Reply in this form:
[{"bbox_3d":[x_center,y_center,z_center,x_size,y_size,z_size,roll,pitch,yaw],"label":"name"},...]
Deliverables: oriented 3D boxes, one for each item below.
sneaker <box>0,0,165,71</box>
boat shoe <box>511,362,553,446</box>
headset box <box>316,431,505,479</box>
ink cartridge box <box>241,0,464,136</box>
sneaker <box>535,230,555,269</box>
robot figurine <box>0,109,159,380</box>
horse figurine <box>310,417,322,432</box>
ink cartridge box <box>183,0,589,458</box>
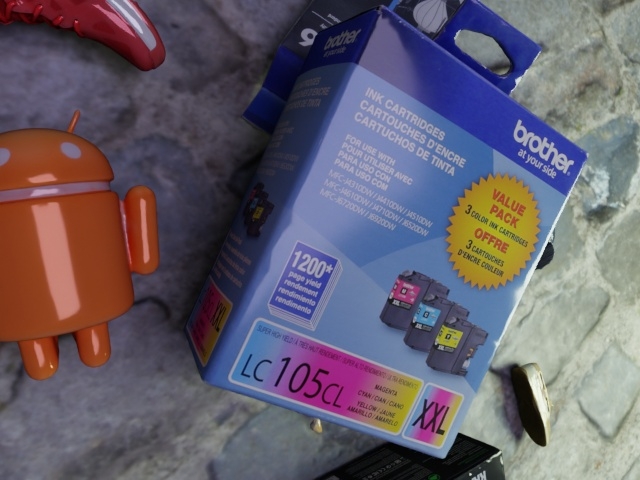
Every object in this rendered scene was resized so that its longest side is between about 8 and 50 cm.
[{"bbox_3d":[-0.258,-0.202,0.513,0.221,0.087,0.128,39,78,-14],"label":"sneaker"},{"bbox_3d":[0.343,0.257,0.912,0.045,0.050,0.135,-20,101,-26],"label":"boat shoe"},{"bbox_3d":[0.112,0.416,0.717,0.246,0.131,0.283,-13,98,-32],"label":"headset box"},{"bbox_3d":[0.064,-0.237,0.686,0.165,0.065,0.333,32,73,-3],"label":"ink cartridge box"},{"bbox_3d":[0.217,-0.098,0.814,0.319,0.112,0.131,46,43,-22],"label":"sneaker"},{"bbox_3d":[-0.233,0.002,0.491,0.128,0.158,0.220,-26,110,-73],"label":"robot figurine"},{"bbox_3d":[0.060,0.144,0.721,0.263,0.066,0.175,12,90,-35],"label":"horse figurine"},{"bbox_3d":[0.073,-0.027,0.565,0.270,0.151,0.396,25,89,-24],"label":"ink cartridge box"}]
